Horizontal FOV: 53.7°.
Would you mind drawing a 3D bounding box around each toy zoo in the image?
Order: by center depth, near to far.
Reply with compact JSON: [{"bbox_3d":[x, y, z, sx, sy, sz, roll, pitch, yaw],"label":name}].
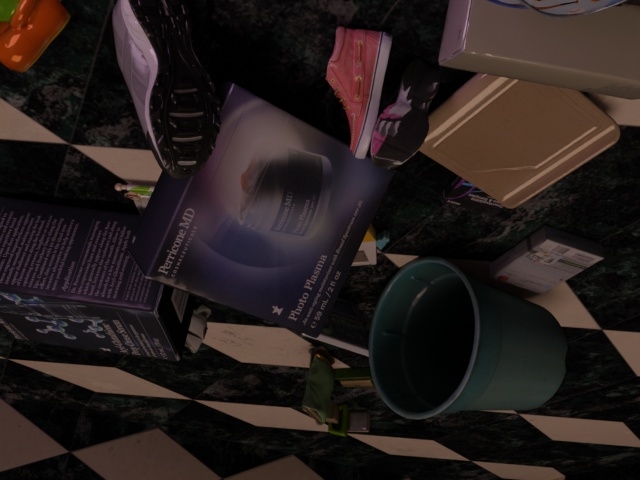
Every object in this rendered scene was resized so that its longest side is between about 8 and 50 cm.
[{"bbox_3d":[0.000,0.000,1.325,0.293,0.030,0.192,-6,147,17],"label":"toy zoo"}]

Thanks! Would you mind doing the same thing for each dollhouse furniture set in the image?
[{"bbox_3d":[0.069,0.456,1.894,0.151,0.198,0.301,-4,148,17],"label":"dollhouse furniture set"}]

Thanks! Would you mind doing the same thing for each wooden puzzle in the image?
[{"bbox_3d":[0.293,-0.166,0.963,0.238,0.044,0.221,30,132,-27],"label":"wooden puzzle"}]

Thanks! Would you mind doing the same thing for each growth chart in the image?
[{"bbox_3d":[-0.302,-0.047,1.301,0.172,0.021,0.237,2,150,6],"label":"growth chart"}]

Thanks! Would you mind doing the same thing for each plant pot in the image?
[{"bbox_3d":[0.342,0.235,1.405,0.334,0.341,0.341,15,148,-30],"label":"plant pot"}]

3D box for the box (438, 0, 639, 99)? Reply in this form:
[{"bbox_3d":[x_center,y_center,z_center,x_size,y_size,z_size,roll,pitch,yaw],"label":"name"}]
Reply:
[{"bbox_3d":[0.298,-0.247,0.785,0.275,0.094,0.113,9,-174,-7],"label":"box"}]

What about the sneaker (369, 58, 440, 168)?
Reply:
[{"bbox_3d":[0.120,-0.168,0.906,0.072,0.178,0.077,29,156,0],"label":"sneaker"}]

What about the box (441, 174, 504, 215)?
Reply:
[{"bbox_3d":[0.301,-0.105,1.113,0.116,0.029,0.162,13,149,-13],"label":"box"}]

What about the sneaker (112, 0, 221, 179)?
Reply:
[{"bbox_3d":[-0.208,-0.209,0.832,0.100,0.272,0.108,-10,173,-39],"label":"sneaker"}]

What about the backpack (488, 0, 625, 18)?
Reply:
[{"bbox_3d":[0.236,-0.338,0.594,0.276,0.213,0.263,26,153,-35],"label":"backpack"}]

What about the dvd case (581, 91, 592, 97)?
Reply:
[{"bbox_3d":[0.368,-0.236,0.907,0.087,0.013,0.119,18,148,-20],"label":"dvd case"}]

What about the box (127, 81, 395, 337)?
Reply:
[{"bbox_3d":[-0.094,-0.045,0.978,0.294,0.296,0.183,23,-178,-27],"label":"box"}]

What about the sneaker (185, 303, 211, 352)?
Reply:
[{"bbox_3d":[-0.464,0.227,1.655,0.330,0.146,0.122,5,150,3],"label":"sneaker"}]

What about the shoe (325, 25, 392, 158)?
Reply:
[{"bbox_3d":[0.044,-0.208,0.892,0.081,0.063,0.178,10,109,-1],"label":"shoe"}]

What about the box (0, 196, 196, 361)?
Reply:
[{"bbox_3d":[-0.489,0.091,1.348,0.395,0.212,0.293,7,151,2],"label":"box"}]

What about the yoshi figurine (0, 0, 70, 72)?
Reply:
[{"bbox_3d":[-0.483,-0.335,0.705,0.203,0.203,0.362,-11,142,36],"label":"yoshi figurine"}]

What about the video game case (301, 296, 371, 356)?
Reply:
[{"bbox_3d":[0.026,0.184,1.496,0.190,0.173,0.022,23,118,-26],"label":"video game case"}]

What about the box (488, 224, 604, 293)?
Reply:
[{"bbox_3d":[0.468,0.045,1.324,0.145,0.038,0.186,16,146,-17],"label":"box"}]
